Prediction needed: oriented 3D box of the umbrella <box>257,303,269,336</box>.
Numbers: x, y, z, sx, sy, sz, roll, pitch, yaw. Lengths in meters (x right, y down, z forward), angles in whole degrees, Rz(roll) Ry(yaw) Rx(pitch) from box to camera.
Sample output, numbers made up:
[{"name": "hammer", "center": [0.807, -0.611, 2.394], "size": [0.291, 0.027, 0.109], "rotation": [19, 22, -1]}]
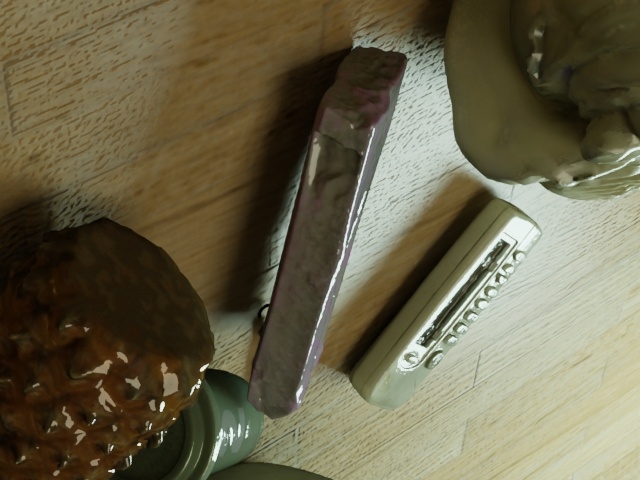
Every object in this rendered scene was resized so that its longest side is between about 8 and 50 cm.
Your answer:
[{"name": "umbrella", "center": [-0.046, 0.097, 1.250], "size": [0.022, 0.013, 0.122], "rotation": [-22, 140, -25]}]

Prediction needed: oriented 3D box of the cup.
[{"name": "cup", "center": [-0.111, 0.148, 1.146], "size": [0.120, 0.120, 0.141], "rotation": [-53, 159, 10]}]

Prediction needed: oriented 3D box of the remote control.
[{"name": "remote control", "center": [0.115, 0.059, 1.364], "size": [0.230, 0.049, 0.090], "rotation": [-51, 147, 8]}]

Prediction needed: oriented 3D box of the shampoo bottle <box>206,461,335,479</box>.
[{"name": "shampoo bottle", "center": [-0.031, 0.373, 1.306], "size": [0.322, 0.317, 0.323], "rotation": [-26, 133, -33]}]

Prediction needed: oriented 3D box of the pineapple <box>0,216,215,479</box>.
[{"name": "pineapple", "center": [-0.219, 0.146, 0.994], "size": [0.340, 0.169, 0.169], "rotation": [-47, 150, 21]}]

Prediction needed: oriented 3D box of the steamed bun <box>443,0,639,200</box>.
[{"name": "steamed bun", "center": [0.259, -0.176, 1.092], "size": [0.352, 0.247, 0.339], "rotation": [-8, 169, -46]}]

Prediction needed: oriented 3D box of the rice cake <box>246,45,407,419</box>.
[{"name": "rice cake", "center": [0.000, 0.000, 1.114], "size": [0.106, 0.050, 0.298], "rotation": [-65, 172, -57]}]
